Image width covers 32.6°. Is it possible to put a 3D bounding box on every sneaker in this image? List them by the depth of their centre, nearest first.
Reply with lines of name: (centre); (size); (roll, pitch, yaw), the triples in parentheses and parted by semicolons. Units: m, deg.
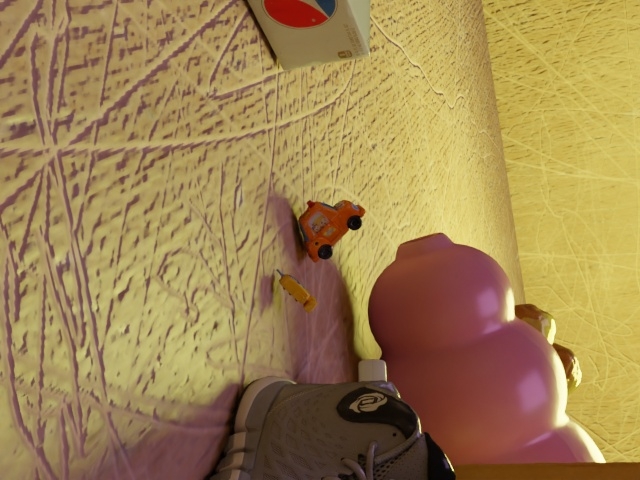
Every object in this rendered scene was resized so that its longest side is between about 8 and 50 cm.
sneaker: (0.006, 0.150, 0.600); (0.228, 0.132, 0.086); (-78, 153, -52)

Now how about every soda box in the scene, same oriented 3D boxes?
soda box: (-0.025, -0.215, 0.771); (0.216, 0.074, 0.069); (60, 27, -55)

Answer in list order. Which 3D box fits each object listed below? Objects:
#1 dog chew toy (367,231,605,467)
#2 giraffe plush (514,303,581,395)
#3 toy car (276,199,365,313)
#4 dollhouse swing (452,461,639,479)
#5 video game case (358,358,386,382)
dog chew toy: (0.136, 0.156, 0.974); (0.206, 0.207, 0.331); (-27, 102, -74)
giraffe plush: (0.186, 0.161, 1.163); (0.170, 0.181, 0.210); (53, 62, -86)
toy car: (0.000, 0.000, 0.807); (0.040, 0.060, 0.122); (45, 19, -12)
dollhouse swing: (0.160, 0.355, 0.673); (0.346, 0.315, 0.305); (93, -4, -46)
video game case: (0.037, 0.218, 0.790); (0.183, 0.023, 0.201); (89, 1, -52)
